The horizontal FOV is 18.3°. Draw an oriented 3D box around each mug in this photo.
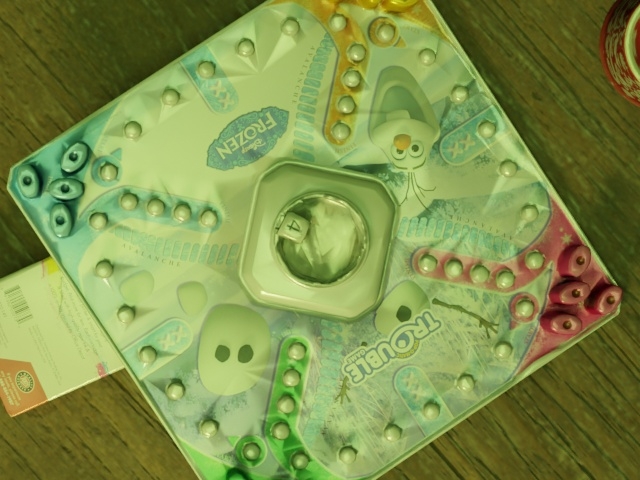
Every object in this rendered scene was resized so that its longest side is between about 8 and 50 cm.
[{"bbox_3d":[0.291,-0.176,1.605,0.113,0.169,0.150,18,97,4],"label":"mug"}]

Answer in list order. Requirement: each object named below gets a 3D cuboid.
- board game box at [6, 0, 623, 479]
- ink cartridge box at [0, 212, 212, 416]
[{"bbox_3d":[0.000,0.000,1.666,0.390,0.050,0.390,-34,91,-6],"label":"board game box"},{"bbox_3d":[-0.197,0.060,1.723,0.198,0.067,0.115,-23,92,8],"label":"ink cartridge box"}]
